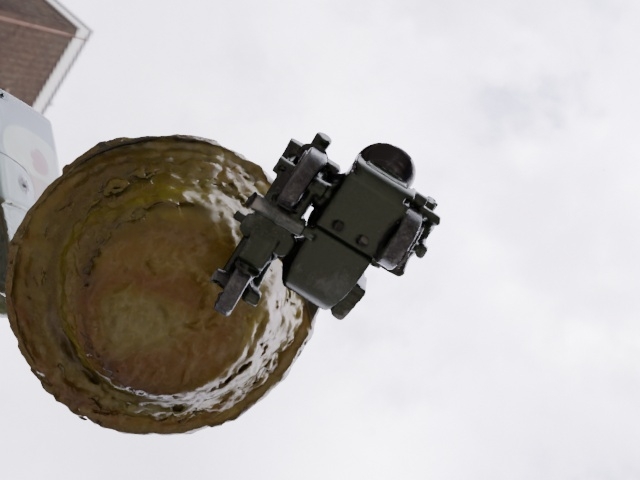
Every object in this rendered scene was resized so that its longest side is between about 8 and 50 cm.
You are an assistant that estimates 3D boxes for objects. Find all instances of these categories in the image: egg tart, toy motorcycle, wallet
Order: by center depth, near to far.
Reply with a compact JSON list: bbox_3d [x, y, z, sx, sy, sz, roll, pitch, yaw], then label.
[{"bbox_3d":[0.000,0.000,0.924,0.205,0.127,0.275,31,-60,-5],"label":"toy motorcycle"},{"bbox_3d":[-0.200,0.068,1.080,0.444,0.178,0.442,-2,-83,-17],"label":"egg tart"},{"bbox_3d":[-0.487,-0.062,1.292,0.083,0.252,0.360,-17,-105,8],"label":"wallet"}]

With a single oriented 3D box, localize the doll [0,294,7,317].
[{"bbox_3d":[-0.582,0.078,1.492,0.144,0.234,0.135,-35,-83,-8],"label":"doll"}]
